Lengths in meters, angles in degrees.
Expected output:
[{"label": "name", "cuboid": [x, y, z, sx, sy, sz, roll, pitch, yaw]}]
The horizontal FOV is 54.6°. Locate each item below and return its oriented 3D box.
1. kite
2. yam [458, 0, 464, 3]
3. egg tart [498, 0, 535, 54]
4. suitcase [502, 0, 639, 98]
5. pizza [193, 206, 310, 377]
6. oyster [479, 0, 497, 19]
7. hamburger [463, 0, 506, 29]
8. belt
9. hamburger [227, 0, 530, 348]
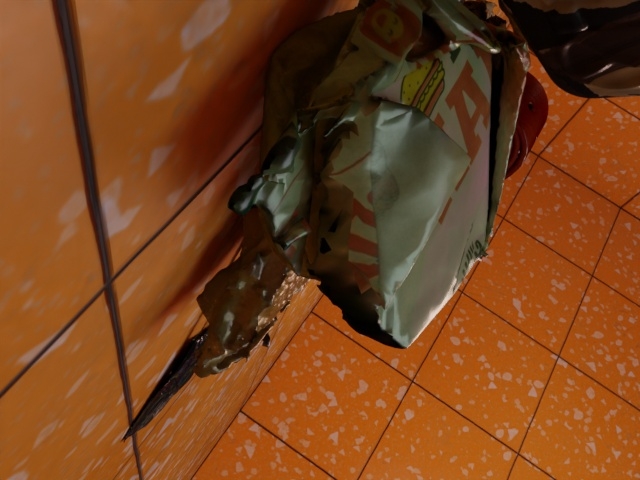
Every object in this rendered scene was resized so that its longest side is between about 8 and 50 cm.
[{"label": "kite", "cuboid": [-0.119, 0.098, 0.678, 0.285, 0.015, 0.152, -58, 174, 20]}, {"label": "yam", "cuboid": [0.136, -0.260, 0.659, 0.326, 0.045, 0.045, -57, -154, 26]}, {"label": "egg tart", "cuboid": [0.268, -0.346, 0.702, 0.279, 0.095, 0.278, -179, -90, -75]}, {"label": "suitcase", "cuboid": [0.313, -0.226, 0.448, 0.352, 0.339, 0.193, 9, -111, 48]}, {"label": "pizza", "cuboid": [-0.029, -0.013, 0.538, 0.287, 0.075, 0.280, -54, 169, -25]}, {"label": "oyster", "cuboid": [0.317, -0.404, 1.245, 0.294, 0.094, 0.166, 28, 78, -75]}, {"label": "hamburger", "cuboid": [0.156, -0.209, 0.814, 0.230, 0.107, 0.231, -59, 173, -12]}, {"label": "belt", "cuboid": [0.276, -0.215, 1.194, 0.115, 0.227, 0.324, -53, -167, -26]}, {"label": "hamburger", "cuboid": [0.029, -0.049, 0.388, 0.235, 0.125, 0.214, -28, 123, -32]}]
